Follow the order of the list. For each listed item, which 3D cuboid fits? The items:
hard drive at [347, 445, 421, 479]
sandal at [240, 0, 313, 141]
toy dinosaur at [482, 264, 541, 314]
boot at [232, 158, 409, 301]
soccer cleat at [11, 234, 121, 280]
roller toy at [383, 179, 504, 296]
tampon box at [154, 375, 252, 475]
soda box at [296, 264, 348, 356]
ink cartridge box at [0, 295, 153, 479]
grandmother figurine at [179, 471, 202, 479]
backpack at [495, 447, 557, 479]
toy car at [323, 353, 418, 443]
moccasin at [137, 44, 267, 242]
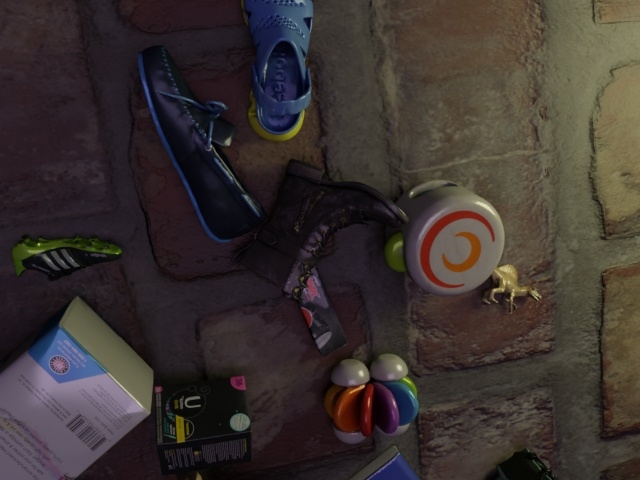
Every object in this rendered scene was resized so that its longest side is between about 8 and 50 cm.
[{"bbox_3d":[0.158,0.603,1.361,0.210,0.040,0.319,-37,106,-4],"label":"hard drive"},{"bbox_3d":[-0.063,-0.324,1.098,0.126,0.138,0.317,-6,100,-9],"label":"sandal"},{"bbox_3d":[0.355,0.085,1.316,0.183,0.053,0.093,36,75,-23],"label":"toy dinosaur"},{"bbox_3d":[0.000,0.000,1.155,0.263,0.091,0.229,22,87,19],"label":"boot"},{"bbox_3d":[-0.427,0.031,1.125,0.178,0.060,0.072,2,109,-6],"label":"soccer cleat"},{"bbox_3d":[0.223,-0.007,1.212,0.209,0.146,0.191,30,99,-24],"label":"roller toy"},{"bbox_3d":[-0.206,0.324,1.174,0.161,0.120,0.101,-6,133,-11],"label":"tampon box"},{"bbox_3d":[-0.007,0.125,1.232,0.060,0.053,0.169,-24,104,-7],"label":"soda box"},{"bbox_3d":[-0.439,0.266,1.069,0.270,0.197,0.198,-41,105,-3],"label":"ink cartridge box"},{"bbox_3d":[-0.101,0.520,1.216,0.342,0.208,0.104,27,68,-17],"label":"grandmother figurine"},{"bbox_3d":[0.439,0.549,1.349,0.144,0.166,0.188,-37,102,-2],"label":"backpack"},{"bbox_3d":[0.102,0.308,1.246,0.182,0.136,0.159,-6,101,-11],"label":"toy car"},{"bbox_3d":[-0.188,-0.167,1.109,0.116,0.138,0.342,-19,117,6],"label":"moccasin"}]
